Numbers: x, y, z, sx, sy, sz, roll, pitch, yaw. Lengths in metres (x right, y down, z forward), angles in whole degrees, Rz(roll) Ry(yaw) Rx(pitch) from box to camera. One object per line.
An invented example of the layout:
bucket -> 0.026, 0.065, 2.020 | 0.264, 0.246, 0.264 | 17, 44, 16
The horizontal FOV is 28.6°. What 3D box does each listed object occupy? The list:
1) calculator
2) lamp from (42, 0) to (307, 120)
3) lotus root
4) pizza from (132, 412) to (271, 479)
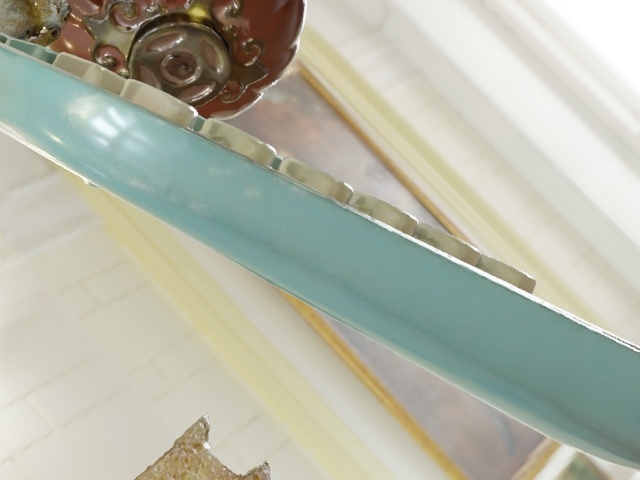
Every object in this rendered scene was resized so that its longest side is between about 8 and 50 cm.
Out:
calculator -> 0.000, 0.000, 0.515 | 0.256, 0.386, 0.054 | 26, 88, 55
lamp -> -0.165, -0.266, 1.418 | 0.303, 0.303, 0.257 | -49, 32, 32
lotus root -> -0.315, -0.211, 1.161 | 0.088, 0.165, 0.088 | 13, -90, -87
pizza -> -0.118, 0.260, 1.135 | 0.034, 0.181, 0.262 | -51, 18, 35
